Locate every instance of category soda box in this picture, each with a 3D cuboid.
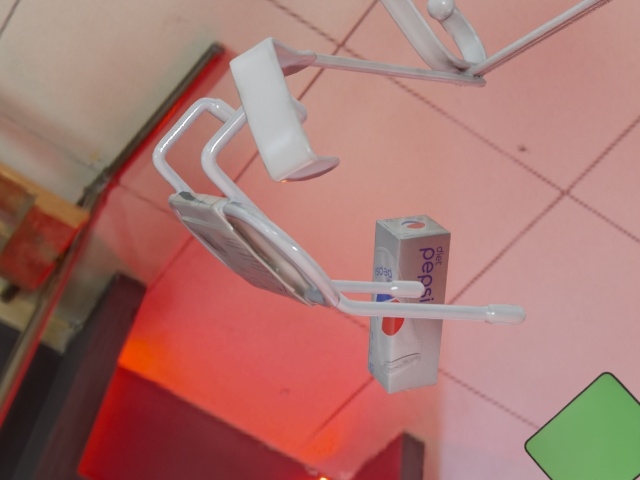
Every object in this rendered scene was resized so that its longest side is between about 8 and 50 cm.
[{"bbox_3d":[0.144,0.106,1.841,0.098,0.091,0.286,-7,115,-22],"label":"soda box"}]

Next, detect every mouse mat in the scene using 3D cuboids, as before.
[{"bbox_3d":[0.427,0.316,1.708,0.189,0.007,0.152,-46,71,18],"label":"mouse mat"}]

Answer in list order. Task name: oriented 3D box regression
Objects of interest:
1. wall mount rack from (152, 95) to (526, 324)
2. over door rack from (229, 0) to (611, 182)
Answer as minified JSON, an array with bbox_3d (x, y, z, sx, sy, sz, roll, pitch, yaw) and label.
[{"bbox_3d":[0.000,0.000,0.988,0.304,0.350,0.130,45,80,-17],"label":"wall mount rack"},{"bbox_3d":[0.112,-0.152,0.510,0.240,0.324,0.108,-29,93,26],"label":"over door rack"}]
